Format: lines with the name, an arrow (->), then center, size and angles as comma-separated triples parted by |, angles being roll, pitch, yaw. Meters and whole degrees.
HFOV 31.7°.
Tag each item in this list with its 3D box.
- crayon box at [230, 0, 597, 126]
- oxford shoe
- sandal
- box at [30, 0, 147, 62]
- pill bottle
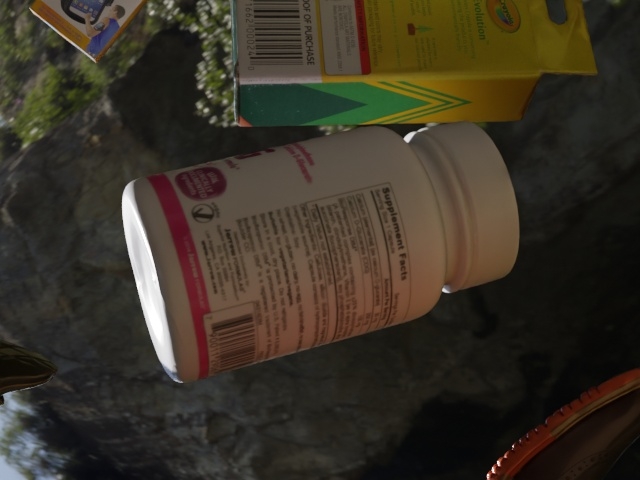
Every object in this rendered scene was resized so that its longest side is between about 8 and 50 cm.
crayon box -> 0.076, -0.210, 1.039 | 0.319, 0.081, 0.202 | -1, -115, -5
oxford shoe -> 0.139, 0.201, 0.740 | 0.098, 0.097, 0.271 | 43, -80, 24
sandal -> -0.358, 0.156, 1.171 | 0.090, 0.219, 0.060 | 29, -71, 9
box -> -0.210, -0.252, 1.106 | 0.081, 0.028, 0.136 | 38, -92, -5
pill bottle -> 0.000, 0.000, 0.887 | 0.283, 0.160, 0.160 | -14, -89, -16
